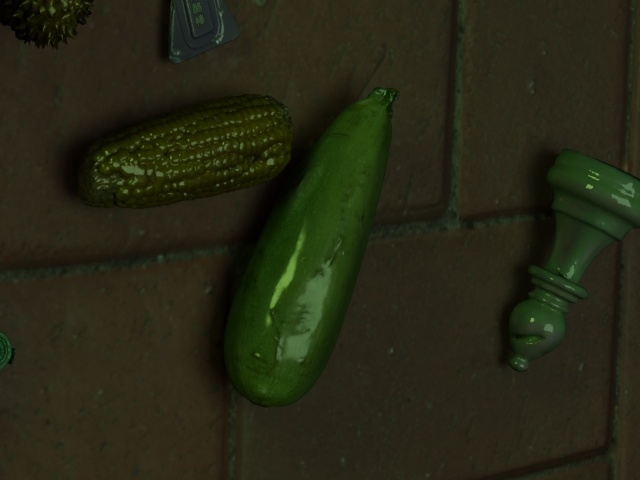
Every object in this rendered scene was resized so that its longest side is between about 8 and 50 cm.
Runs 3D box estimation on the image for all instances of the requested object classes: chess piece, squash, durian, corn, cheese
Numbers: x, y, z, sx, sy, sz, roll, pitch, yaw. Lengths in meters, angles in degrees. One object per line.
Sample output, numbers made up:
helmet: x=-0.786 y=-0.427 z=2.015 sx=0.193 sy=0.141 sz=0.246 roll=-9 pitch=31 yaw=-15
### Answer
chess piece: x=0.295 y=0.035 z=2.214 sx=0.139 sy=0.139 sz=0.271 roll=26 pitch=90 yaw=-42
squash: x=-0.007 y=-0.002 z=1.919 sx=0.118 sy=0.118 sz=0.370 roll=30 pitch=75 yaw=-42
durian: x=-0.256 y=-0.253 z=1.614 sx=0.137 sy=0.158 sz=0.168 roll=18 pitch=83 yaw=-58
corn: x=-0.126 y=-0.086 z=1.806 sx=0.262 sy=0.097 sz=0.097 roll=-18 pitch=109 yaw=-39
cheese: x=-0.134 y=-0.275 z=1.802 sx=0.105 sy=0.042 sz=0.191 roll=-27 pitch=116 yaw=-36

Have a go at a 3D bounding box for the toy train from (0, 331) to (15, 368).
toy train: x=-0.342 y=0.138 z=1.663 sx=0.099 sy=0.070 sz=0.172 roll=15 pitch=86 yaw=-33
